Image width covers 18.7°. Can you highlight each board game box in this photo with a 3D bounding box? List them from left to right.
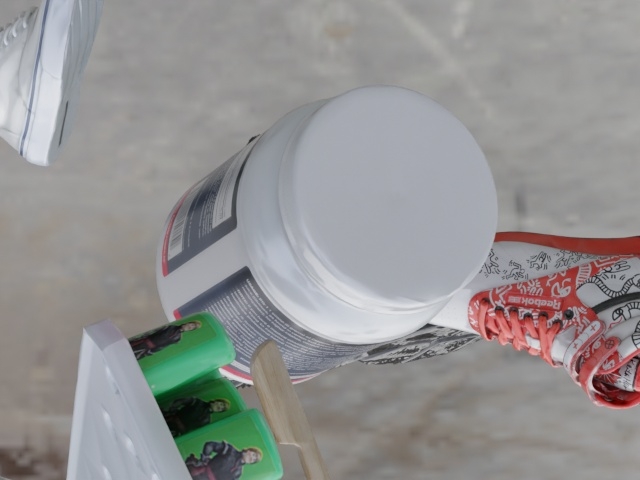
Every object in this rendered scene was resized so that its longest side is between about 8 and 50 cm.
[{"bbox_3d":[-0.004,0.257,0.799,0.050,0.390,0.390,-22,162,-17],"label":"board game box"}]

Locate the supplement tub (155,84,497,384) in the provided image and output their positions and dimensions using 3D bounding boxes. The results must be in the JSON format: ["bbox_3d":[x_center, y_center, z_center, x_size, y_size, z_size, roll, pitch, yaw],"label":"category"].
[{"bbox_3d":[0.000,0.000,1.517,0.191,0.191,0.272,7,163,-24],"label":"supplement tub"}]

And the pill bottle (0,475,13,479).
[{"bbox_3d":[-0.246,0.263,1.335,0.363,0.210,0.210,12,170,33],"label":"pill bottle"}]

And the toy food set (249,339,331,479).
[{"bbox_3d":[-0.094,0.166,1.122,0.218,0.128,0.071,-40,-157,-32],"label":"toy food set"}]

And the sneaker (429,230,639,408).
[{"bbox_3d":[0.200,0.071,1.662,0.270,0.145,0.090,-3,134,7],"label":"sneaker"}]

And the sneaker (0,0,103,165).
[{"bbox_3d":[-0.270,-0.173,1.828,0.091,0.094,0.258,25,135,2],"label":"sneaker"}]

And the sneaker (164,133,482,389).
[{"bbox_3d":[0.041,-0.004,2.042,0.447,0.257,0.169,-7,164,-33],"label":"sneaker"}]
